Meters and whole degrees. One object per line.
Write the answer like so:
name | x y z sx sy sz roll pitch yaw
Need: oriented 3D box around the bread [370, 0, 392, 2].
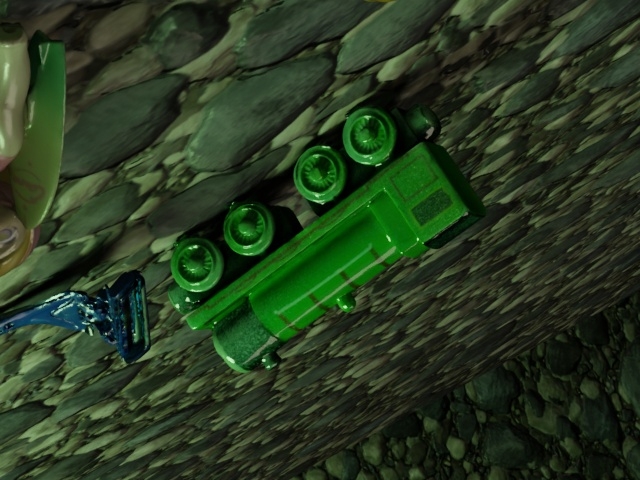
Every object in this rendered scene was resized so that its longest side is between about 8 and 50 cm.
bread | 0.098 -0.188 0.792 0.211 0.083 0.114 -24 169 -24

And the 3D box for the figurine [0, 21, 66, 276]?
figurine | -0.165 -0.046 0.764 0.083 0.083 0.187 -26 153 -25

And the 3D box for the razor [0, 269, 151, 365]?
razor | -0.270 0.100 1.056 0.324 0.056 0.093 -24 150 -17

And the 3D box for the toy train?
toy train | 0.000 0.000 1.161 0.251 0.119 0.085 -38 167 17
